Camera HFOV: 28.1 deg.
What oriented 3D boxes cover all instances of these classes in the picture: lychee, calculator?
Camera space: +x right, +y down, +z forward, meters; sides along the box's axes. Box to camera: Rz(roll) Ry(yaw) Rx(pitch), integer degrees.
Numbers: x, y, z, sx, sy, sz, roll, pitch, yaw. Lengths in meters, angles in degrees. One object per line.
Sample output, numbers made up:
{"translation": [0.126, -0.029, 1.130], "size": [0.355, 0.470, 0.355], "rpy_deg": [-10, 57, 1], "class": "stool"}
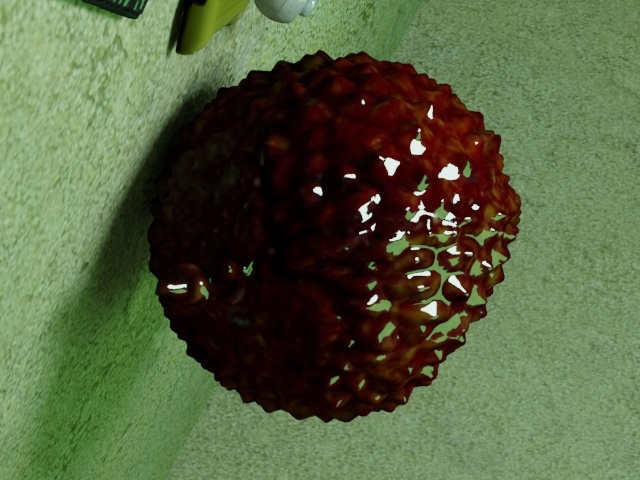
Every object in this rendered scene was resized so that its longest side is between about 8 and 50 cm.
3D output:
{"translation": [0.000, 0.000, 1.422], "size": [0.500, 0.424, 0.425], "rpy_deg": [-26, 147, -44], "class": "lychee"}
{"translation": [-0.080, -0.297, 1.242], "size": [0.157, 0.033, 0.237], "rpy_deg": [-54, 165, -58], "class": "calculator"}

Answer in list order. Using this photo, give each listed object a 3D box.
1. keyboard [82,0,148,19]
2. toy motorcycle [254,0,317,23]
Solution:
{"translation": [-0.158, -0.221, 0.921], "size": [0.101, 0.018, 0.310], "rpy_deg": [-64, 175, 6], "class": "keyboard"}
{"translation": [-0.006, -0.354, 1.435], "size": [0.112, 0.112, 0.254], "rpy_deg": [92, 23, -76], "class": "toy motorcycle"}
